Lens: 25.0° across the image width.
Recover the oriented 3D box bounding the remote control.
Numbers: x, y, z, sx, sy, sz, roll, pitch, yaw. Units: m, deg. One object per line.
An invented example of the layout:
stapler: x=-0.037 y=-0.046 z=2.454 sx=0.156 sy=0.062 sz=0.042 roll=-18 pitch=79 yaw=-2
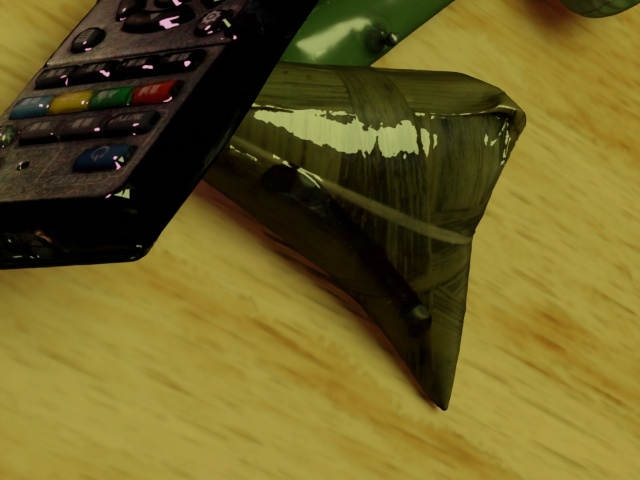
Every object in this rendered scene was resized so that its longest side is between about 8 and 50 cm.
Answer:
remote control: x=-0.053 y=-0.125 z=0.753 sx=0.062 sy=0.144 sz=0.399 roll=62 pitch=41 yaw=-32

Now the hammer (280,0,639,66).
hammer: x=0.093 y=-0.191 z=0.915 sx=0.335 sy=0.119 sz=0.206 roll=-39 pitch=99 yaw=-27

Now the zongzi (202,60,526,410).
zongzi: x=-0.002 y=0.000 z=0.826 sx=0.205 sy=0.094 sz=0.204 roll=2 pitch=106 yaw=-21
